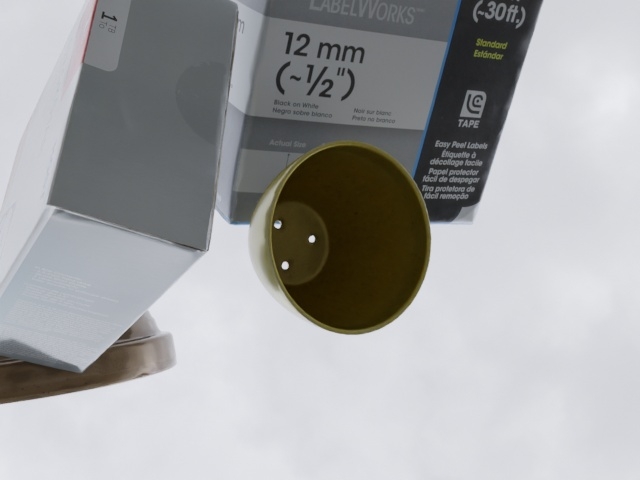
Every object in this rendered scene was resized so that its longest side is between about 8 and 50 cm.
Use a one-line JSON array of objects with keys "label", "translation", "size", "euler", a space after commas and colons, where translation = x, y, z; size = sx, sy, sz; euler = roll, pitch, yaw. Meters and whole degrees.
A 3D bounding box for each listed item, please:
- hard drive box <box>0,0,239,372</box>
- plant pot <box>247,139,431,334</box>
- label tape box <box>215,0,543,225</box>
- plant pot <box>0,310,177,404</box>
[{"label": "hard drive box", "translation": [-0.147, -0.037, 0.547], "size": [0.089, 0.232, 0.181], "euler": [18, -123, -25]}, {"label": "plant pot", "translation": [0.000, 0.000, 0.614], "size": [0.134, 0.095, 0.134], "euler": [2, -94, -30]}, {"label": "label tape box", "translation": [0.048, -0.187, 0.683], "size": [0.249, 0.115, 0.348], "euler": [0, -62, -29]}, {"label": "plant pot", "translation": [-0.250, 0.073, 0.719], "size": [0.237, 0.237, 0.110], "euler": [-8, -92, -13]}]
